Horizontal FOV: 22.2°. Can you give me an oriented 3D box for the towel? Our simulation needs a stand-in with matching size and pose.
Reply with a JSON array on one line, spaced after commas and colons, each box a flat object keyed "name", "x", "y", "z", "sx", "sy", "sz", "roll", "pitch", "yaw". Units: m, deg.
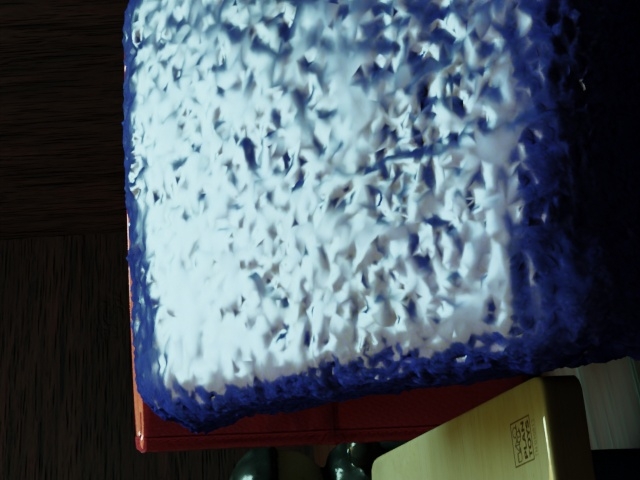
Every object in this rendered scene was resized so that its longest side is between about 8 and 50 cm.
[{"name": "towel", "x": 0.020, "y": -0.098, "z": 0.539, "sx": 0.228, "sy": 0.076, "sz": 0.308, "roll": -14, "pitch": 73, "yaw": 47}]

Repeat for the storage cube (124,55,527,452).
[{"name": "storage cube", "x": 0.000, "y": 0.000, "z": 0.828, "sx": 0.215, "sy": 0.184, "sz": 0.193, "roll": 130, "pitch": 137, "yaw": -87}]

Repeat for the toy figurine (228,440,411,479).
[{"name": "toy figurine", "x": 0.026, "y": 0.222, "z": 0.919, "sx": 0.209, "sy": 0.148, "sz": 0.213, "roll": -107, "pitch": 14, "yaw": -78}]

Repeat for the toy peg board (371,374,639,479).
[{"name": "toy peg board", "x": 0.086, "y": 0.139, "z": 0.555, "sx": 0.160, "sy": 0.079, "sz": 0.161, "roll": 135, "pitch": 132, "yaw": -65}]
